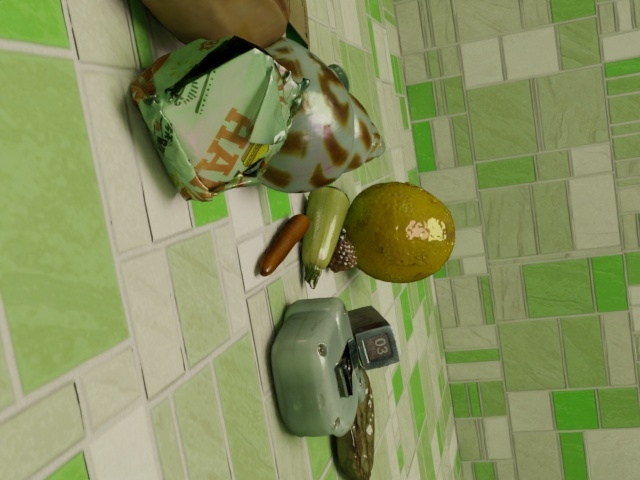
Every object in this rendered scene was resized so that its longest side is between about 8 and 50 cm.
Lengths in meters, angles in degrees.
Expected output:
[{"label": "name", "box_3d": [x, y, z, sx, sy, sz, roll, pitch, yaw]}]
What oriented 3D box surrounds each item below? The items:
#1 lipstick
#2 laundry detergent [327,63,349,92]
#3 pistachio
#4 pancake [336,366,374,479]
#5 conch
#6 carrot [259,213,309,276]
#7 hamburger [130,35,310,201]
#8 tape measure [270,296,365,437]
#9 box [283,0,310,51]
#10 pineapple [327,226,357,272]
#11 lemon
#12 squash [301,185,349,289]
[{"label": "lipstick", "box_3d": [0.104, 0.203, 1.513, 0.371, 0.076, 0.079, -147, -138, -88]}, {"label": "laundry detergent", "box_3d": [0.014, -0.360, 1.652, 0.225, 0.070, 0.099, -54, 140, -68]}, {"label": "pistachio", "box_3d": [-0.146, -0.340, 0.922, 0.162, 0.182, 0.293, -70, 156, -9]}, {"label": "pancake", "box_3d": [0.079, 0.415, 1.580, 0.294, 0.050, 0.294, -8, 90, -77]}, {"label": "conch", "box_3d": [-0.027, -0.201, 1.178, 0.368, 0.197, 0.249, -11, 119, -62]}, {"label": "carrot", "box_3d": [-0.066, 0.006, 1.281, 0.248, 0.043, 0.043, -58, 138, -63]}, {"label": "hamburger", "box_3d": [-0.120, -0.170, 0.925, 0.235, 0.125, 0.214, -45, 142, -19]}, {"label": "tape measure", "box_3d": [0.007, 0.241, 1.279, 0.246, 0.125, 0.243, -65, 144, -62]}, {"label": "box", "box_3d": [-0.090, -0.391, 1.282, 0.168, 0.095, 0.211, 23, 61, -68]}, {"label": "pineapple", "box_3d": [0.033, -0.010, 1.583, 0.074, 0.074, 0.159, -42, 116, -70]}, {"label": "lemon", "box_3d": [0.202, -0.019, 1.758, 0.258, 0.311, 0.257, -166, -90, -75]}, {"label": "squash", "box_3d": [0.000, 0.000, 1.452, 0.094, 0.095, 0.224, 61, 34, -51]}]
